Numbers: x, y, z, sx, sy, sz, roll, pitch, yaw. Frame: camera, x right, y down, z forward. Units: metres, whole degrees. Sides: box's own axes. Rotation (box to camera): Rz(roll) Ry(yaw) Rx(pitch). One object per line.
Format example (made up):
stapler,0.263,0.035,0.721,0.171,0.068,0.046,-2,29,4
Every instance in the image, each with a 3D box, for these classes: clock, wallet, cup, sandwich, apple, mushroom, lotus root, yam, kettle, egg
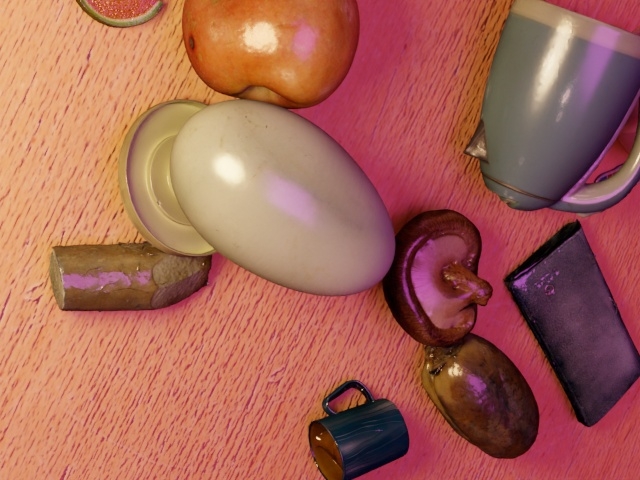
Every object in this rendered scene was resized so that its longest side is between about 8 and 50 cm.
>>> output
clock,-0.194,-0.093,1.786,0.235,0.029,0.234,5,82,-42
wallet,0.490,0.163,2.274,0.191,0.046,0.379,-40,118,-17
cup,0.065,0.322,2.036,0.138,0.113,0.150,-17,112,-27
sandwich,-0.290,-0.336,1.716,0.135,0.029,0.067,3,95,-29
apple,-0.070,-0.296,1.719,0.254,0.253,0.253,-8,106,-28
mushroom,0.184,0.061,2.036,0.194,0.138,0.231,12,85,-18
lotus root,0.293,0.276,2.131,0.160,0.152,0.275,-51,123,-19
yam,-0.272,0.052,1.787,0.259,0.106,0.106,-2,104,-27
kettle,0.418,-0.201,2.020,0.320,0.247,0.342,16,104,-10
egg,-0.049,-0.054,1.730,0.371,0.230,0.230,36,84,-22

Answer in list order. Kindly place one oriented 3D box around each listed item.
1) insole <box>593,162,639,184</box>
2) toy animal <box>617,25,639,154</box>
insole,0.588,-0.130,2.279,0.193,0.006,0.065,-26,114,-22
toy animal,0.585,-0.236,2.163,0.166,0.154,0.250,-46,109,-15
